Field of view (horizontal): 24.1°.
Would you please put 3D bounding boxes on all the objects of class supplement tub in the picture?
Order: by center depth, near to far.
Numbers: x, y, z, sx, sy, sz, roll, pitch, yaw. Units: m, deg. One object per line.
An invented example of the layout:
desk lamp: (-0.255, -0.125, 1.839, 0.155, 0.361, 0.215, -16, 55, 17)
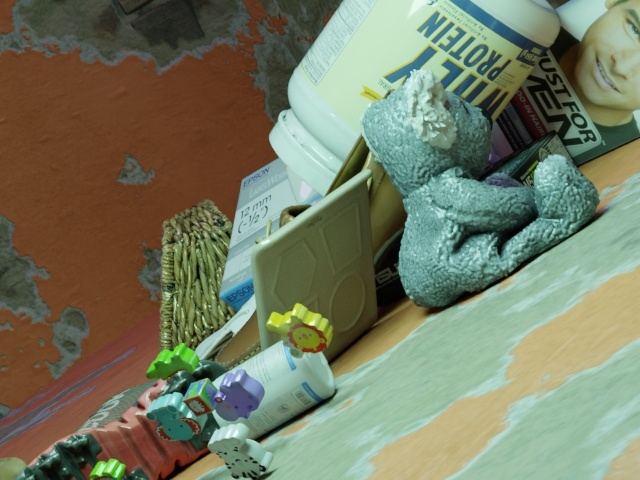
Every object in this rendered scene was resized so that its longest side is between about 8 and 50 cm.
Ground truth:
supplement tub: (-0.046, 0.141, 1.423, 0.107, 0.071, 0.071, -30, 5, 13)
supplement tub: (0.108, -0.201, 1.810, 0.325, 0.235, 0.235, -54, -2, 17)

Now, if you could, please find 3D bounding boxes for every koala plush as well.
koala plush: (0.129, -0.067, 1.529, 0.203, 0.221, 0.196, -33, 5, -15)

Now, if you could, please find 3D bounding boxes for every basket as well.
basket: (-0.226, 0.068, 2.528, 0.223, 0.213, 0.299, -31, 4, -5)

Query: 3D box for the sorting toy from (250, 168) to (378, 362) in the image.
sorting toy: (-0.008, 0.048, 1.551, 0.038, 0.208, 0.193, 20, 37, 31)

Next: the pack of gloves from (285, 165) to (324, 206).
pack of gloves: (0.037, -0.089, 1.998, 0.195, 0.046, 0.232, -30, 38, 15)

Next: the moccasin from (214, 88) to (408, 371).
moccasin: (0.000, 0.001, 1.676, 0.380, 0.147, 0.139, -51, 19, 12)

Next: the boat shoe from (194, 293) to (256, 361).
boat shoe: (-0.080, 0.124, 1.905, 0.226, 0.083, 0.076, -42, 11, 29)

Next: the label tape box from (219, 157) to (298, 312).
label tape box: (-0.005, -0.069, 2.176, 0.249, 0.115, 0.348, -29, 39, 35)

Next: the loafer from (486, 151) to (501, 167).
loafer: (0.159, -0.074, 2.129, 0.087, 0.094, 0.251, -42, 18, -32)

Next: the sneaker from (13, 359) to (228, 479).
sneaker: (-0.209, 0.219, 1.511, 0.276, 0.097, 0.135, -32, 4, -35)

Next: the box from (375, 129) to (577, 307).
box: (0.181, -0.031, 1.823, 0.216, 0.060, 0.270, -29, 5, 29)

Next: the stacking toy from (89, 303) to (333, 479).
stacking toy: (-0.103, 0.152, 1.354, 0.221, 0.052, 0.167, -20, 29, 37)

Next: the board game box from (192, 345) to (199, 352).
board game box: (-0.168, 0.176, 2.153, 0.136, 0.030, 0.259, -34, 5, -4)

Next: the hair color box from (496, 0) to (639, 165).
hair color box: (0.374, -0.227, 1.850, 0.113, 0.185, 0.374, -35, 5, -42)

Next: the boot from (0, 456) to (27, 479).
boot: (-0.534, 0.393, 1.955, 0.236, 0.089, 0.269, -17, 12, 32)

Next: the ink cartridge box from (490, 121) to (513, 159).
ink cartridge box: (0.260, -0.154, 2.205, 0.176, 0.128, 0.127, -30, 4, 16)
